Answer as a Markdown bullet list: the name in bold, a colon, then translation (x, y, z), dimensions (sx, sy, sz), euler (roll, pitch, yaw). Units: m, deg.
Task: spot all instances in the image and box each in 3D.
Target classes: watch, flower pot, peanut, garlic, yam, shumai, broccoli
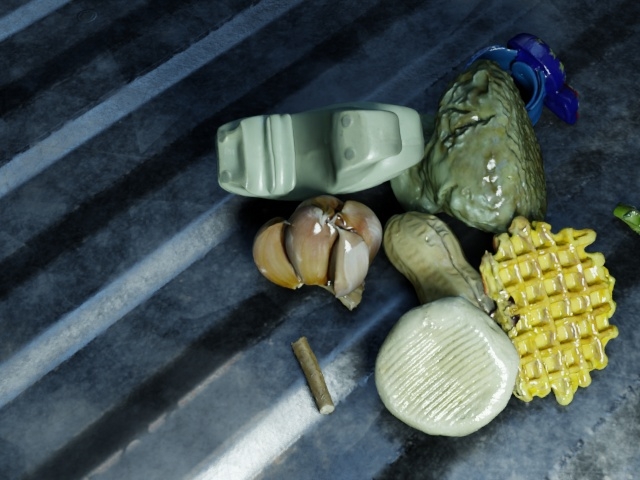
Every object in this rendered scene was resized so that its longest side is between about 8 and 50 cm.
- **watch**: translation (0.383, -0.295, 1.940), dimensions (0.200, 0.171, 0.196), euler (-37, 60, -5)
- **flower pot**: translation (0.004, -0.160, 1.732), dimensions (0.367, 0.254, 0.165), euler (-6, 89, 31)
- **peanut**: translation (0.209, 0.054, 1.690), dimensions (0.130, 0.130, 0.290), euler (-24, 57, -15)
- **garlic**: translation (0.000, 0.000, 1.726), dimensions (0.214, 0.191, 0.160), euler (15, 37, 25)
- **yam**: translation (-0.013, 0.224, 1.634), dimensions (0.032, 0.032, 0.145), euler (-18, 55, -10)
- **shumai**: translation (0.242, -0.128, 1.761), dimensions (0.288, 0.292, 0.330), euler (-13, 55, 23)
- **broccoli**: translation (0.608, -0.008, 1.743), dimensions (0.122, 0.118, 0.204), euler (-47, 41, 6)

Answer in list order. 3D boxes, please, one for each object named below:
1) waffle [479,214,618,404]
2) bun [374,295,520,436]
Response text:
- **waffle**: translation (0.366, 0.108, 1.595), dimensions (0.283, 0.065, 0.309), euler (32, 74, -14)
- **bun**: translation (0.203, 0.202, 1.552), dimensions (0.231, 0.133, 0.231), euler (0, 91, 15)
